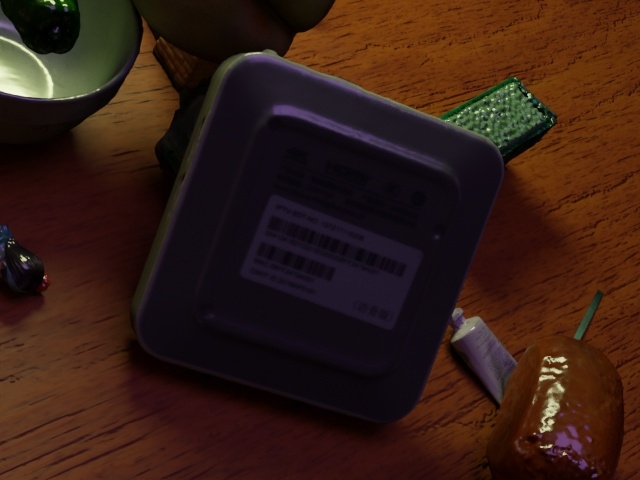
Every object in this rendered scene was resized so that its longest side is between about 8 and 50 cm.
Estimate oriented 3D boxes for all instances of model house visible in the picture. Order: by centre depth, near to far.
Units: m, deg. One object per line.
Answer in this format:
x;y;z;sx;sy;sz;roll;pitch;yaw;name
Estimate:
-0.141;-0.332;1.853;0.166;0.172;0.183;-16;64;-40;model house

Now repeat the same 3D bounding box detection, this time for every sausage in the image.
0.302;0.234;1.683;0.141;0.153;0.268;31;42;-8;sausage

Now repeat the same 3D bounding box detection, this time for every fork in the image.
0.374;0.130;1.918;0.039;0.021;0.235;41;43;-1;fork

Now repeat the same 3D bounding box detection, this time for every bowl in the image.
-0.386;-0.239;1.613;0.307;0.163;0.307;18;47;-21;bowl

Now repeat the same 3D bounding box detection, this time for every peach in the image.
-0.095;-0.351;1.622;0.292;0.292;0.247;-19;64;-42;peach

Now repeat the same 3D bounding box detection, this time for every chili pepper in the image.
-0.337;-0.315;1.546;0.099;0.083;0.253;6;47;-27;chili pepper

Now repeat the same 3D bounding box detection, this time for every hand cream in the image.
0.217;0.152;1.782;0.142;0.053;0.084;51;43;-8;hand cream

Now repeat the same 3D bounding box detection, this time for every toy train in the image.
0.230;-0.131;1.945;0.115;0.154;0.269;50;44;9;toy train

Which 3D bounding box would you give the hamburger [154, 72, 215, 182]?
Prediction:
-0.078;-0.113;1.678;0.288;0.167;0.192;37;37;21;hamburger

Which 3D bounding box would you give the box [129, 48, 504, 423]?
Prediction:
0.000;0.000;1.556;0.367;0.373;0.090;18;5;-20;box

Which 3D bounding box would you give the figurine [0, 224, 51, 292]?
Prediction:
-0.352;0.017;1.509;0.106;0.047;0.060;46;7;19;figurine
